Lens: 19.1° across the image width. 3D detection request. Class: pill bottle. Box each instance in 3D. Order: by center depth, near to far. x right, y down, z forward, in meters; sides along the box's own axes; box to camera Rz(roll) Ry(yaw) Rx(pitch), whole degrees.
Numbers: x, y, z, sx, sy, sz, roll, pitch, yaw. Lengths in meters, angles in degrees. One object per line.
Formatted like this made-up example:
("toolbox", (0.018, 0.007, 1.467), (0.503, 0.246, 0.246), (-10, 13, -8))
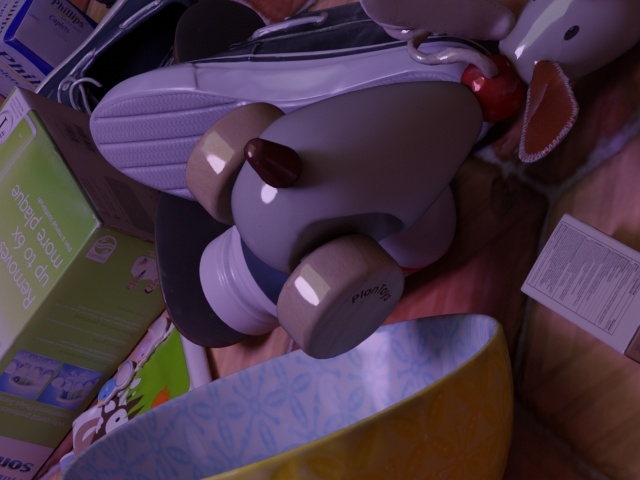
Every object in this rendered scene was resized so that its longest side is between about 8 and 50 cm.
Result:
("pill bottle", (0.000, 0.000, 1.367), (0.180, 0.108, 0.108), (-31, 44, 41))

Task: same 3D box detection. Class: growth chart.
("growth chart", (-0.161, 0.165, 1.556), (0.237, 0.021, 0.172), (-53, 33, 14))

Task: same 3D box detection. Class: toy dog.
("toy dog", (0.055, -0.090, 1.201), (0.220, 0.161, 0.334), (28, 74, 19))

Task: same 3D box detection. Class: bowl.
("bowl", (-0.002, 0.167, 1.171), (0.289, 0.289, 0.156), (-9, 102, 52))

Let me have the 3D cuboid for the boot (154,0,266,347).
("boot", (-0.081, -0.039, 1.550), (0.115, 0.112, 0.305), (111, 162, -59))

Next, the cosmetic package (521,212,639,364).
("cosmetic package", (0.178, 0.032, 1.154), (0.060, 0.041, 0.115), (-59, 33, 4))

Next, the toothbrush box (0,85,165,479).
("toothbrush box", (-0.263, 0.045, 1.662), (0.283, 0.122, 0.206), (-52, 46, 19))

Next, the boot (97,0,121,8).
("boot", (-0.169, -0.396, 1.873), (0.260, 0.131, 0.348), (25, 93, 60))

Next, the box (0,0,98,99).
("box", (-0.269, -0.178, 1.851), (0.137, 0.126, 0.072), (-5, 52, 54))

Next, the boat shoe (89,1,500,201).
("boat shoe", (-0.011, -0.110, 1.428), (0.335, 0.121, 0.119), (-4, 41, 25))

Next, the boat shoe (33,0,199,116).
("boat shoe", (-0.198, -0.132, 1.761), (0.254, 0.095, 0.079), (-47, 23, 7))
